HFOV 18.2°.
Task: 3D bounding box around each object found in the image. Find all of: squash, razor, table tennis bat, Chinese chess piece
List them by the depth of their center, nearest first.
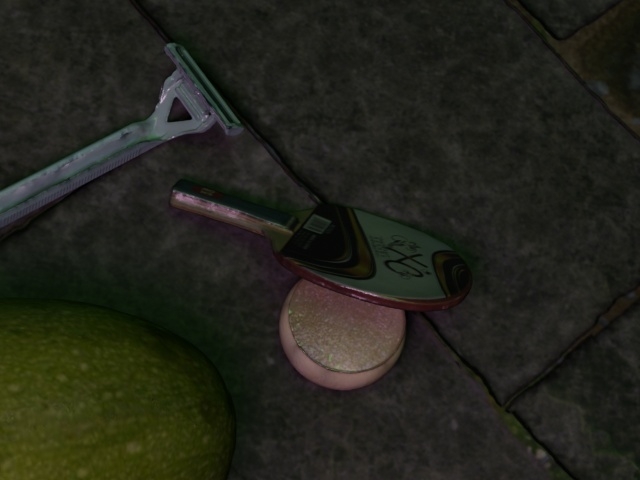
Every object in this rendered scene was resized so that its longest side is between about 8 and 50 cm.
[{"bbox_3d":[-0.205,0.178,1.658,0.309,0.310,0.310,-12,68,-20],"label":"squash"},{"bbox_3d":[0.021,0.082,1.894,0.122,0.051,0.122,4,65,-9],"label":"Chinese chess piece"},{"bbox_3d":[0.000,0.000,1.905,0.301,0.022,0.173,19,26,10],"label":"table tennis bat"},{"bbox_3d":[-0.218,-0.080,1.922,0.278,0.056,0.111,-32,74,-17],"label":"razor"}]
